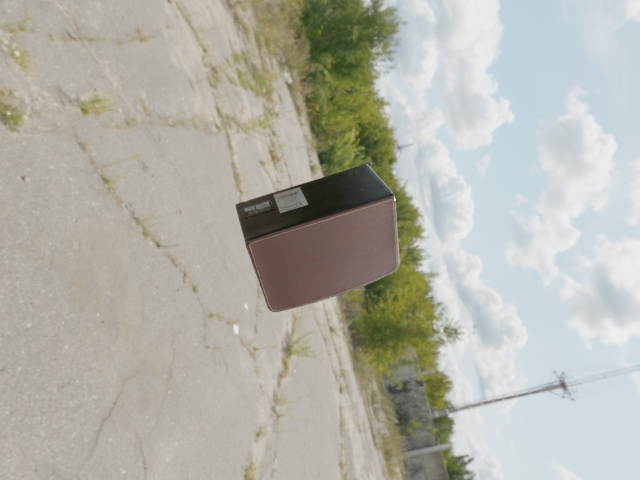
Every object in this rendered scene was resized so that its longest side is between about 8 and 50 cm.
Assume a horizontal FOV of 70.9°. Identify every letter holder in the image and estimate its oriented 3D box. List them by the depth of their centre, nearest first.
[{"bbox_3d":[0.000,0.000,0.962,0.152,0.301,0.215,-117,-168,-52],"label":"letter holder"}]
